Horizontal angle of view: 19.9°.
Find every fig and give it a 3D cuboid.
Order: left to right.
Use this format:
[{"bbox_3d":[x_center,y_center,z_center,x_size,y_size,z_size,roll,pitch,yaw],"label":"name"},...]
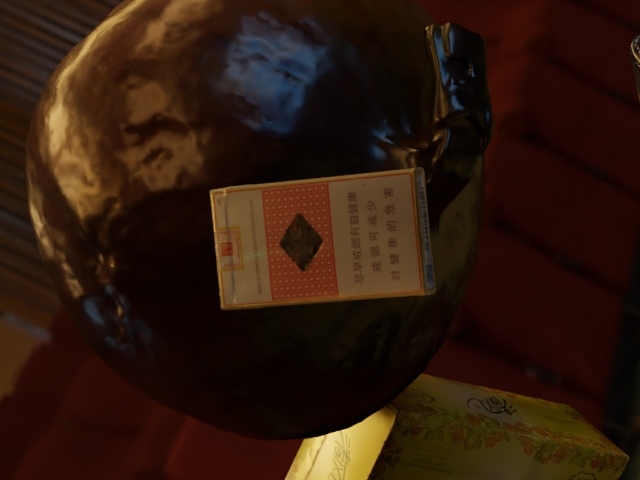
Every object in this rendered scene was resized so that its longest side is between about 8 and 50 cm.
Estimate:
[{"bbox_3d":[-0.023,-0.023,0.874,0.214,0.235,0.235,40,110,49],"label":"fig"}]

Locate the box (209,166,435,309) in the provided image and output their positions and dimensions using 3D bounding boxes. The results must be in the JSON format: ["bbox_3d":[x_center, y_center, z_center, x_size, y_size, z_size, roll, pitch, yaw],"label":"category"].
[{"bbox_3d":[0.000,0.000,0.663,0.012,0.083,0.046,-8,-88,-64],"label":"box"}]

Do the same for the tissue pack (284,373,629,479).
[{"bbox_3d":[0.073,0.131,0.996,0.062,0.176,0.095,42,111,49],"label":"tissue pack"}]

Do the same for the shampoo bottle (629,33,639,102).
[{"bbox_3d":[0.281,-0.068,1.394,0.087,0.050,0.183,46,159,54],"label":"shampoo bottle"}]
